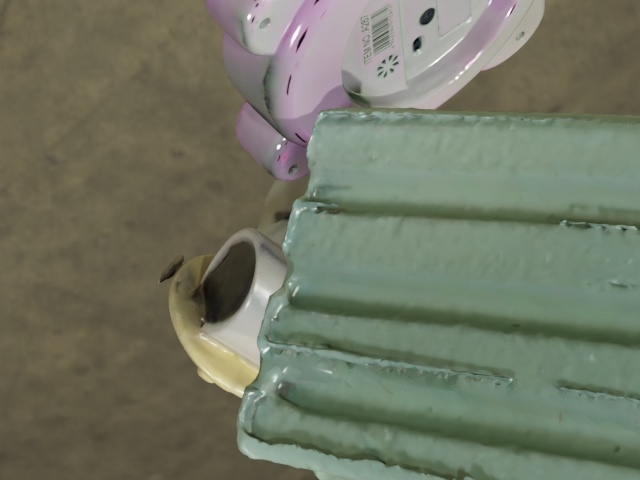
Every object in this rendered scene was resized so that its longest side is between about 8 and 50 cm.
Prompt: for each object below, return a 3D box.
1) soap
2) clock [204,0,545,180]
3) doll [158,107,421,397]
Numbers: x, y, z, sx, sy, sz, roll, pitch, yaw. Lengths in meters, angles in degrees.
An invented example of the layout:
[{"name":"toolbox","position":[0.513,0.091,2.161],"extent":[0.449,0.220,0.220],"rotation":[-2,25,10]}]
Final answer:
[{"name":"soap","position":[0.080,0.025,0.428],"extent":[0.198,0.115,0.063],"rotation":[6,167,37]},{"name":"clock","position":[0.044,-0.163,1.019],"extent":[0.248,0.090,0.228],"rotation":[-35,148,-16]},{"name":"doll","position":[-0.005,0.015,1.068],"extent":[0.144,0.208,0.271],"rotation":[32,170,-15]}]
